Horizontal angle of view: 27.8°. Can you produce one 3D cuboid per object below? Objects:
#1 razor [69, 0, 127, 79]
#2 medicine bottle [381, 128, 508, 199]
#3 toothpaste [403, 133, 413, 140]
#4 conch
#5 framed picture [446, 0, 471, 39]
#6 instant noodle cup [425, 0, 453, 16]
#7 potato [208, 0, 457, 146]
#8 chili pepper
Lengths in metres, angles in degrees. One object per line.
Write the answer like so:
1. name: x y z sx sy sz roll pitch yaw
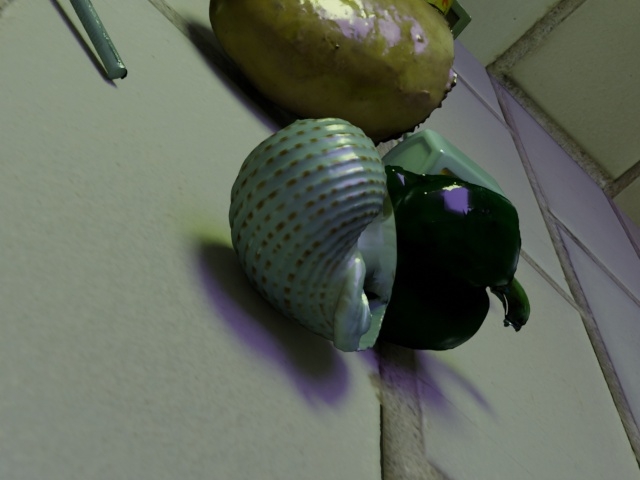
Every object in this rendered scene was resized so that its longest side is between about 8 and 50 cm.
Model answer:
1. razor: -0.232 -0.232 1.201 0.211 0.036 0.084 54 20 22
2. medicine bottle: 0.162 -0.038 1.595 0.229 0.121 0.083 32 22 -44
3. toothpaste: 0.143 -0.111 1.875 0.057 0.035 0.197 59 10 -22
4. conch: -0.010 -0.003 1.073 0.172 0.131 0.199 65 32 -68
5. framed picture: 0.089 -0.350 1.967 0.016 0.216 0.273 1 49 -51
6. instant noodle cup: 0.011 -0.421 1.805 0.325 0.325 0.254 39 10 -28
7. potato: -0.007 -0.244 1.524 0.266 0.229 0.229 26 27 -40
8. chili pepper: 0.115 0.022 1.279 0.165 0.173 0.261 26 3 38
